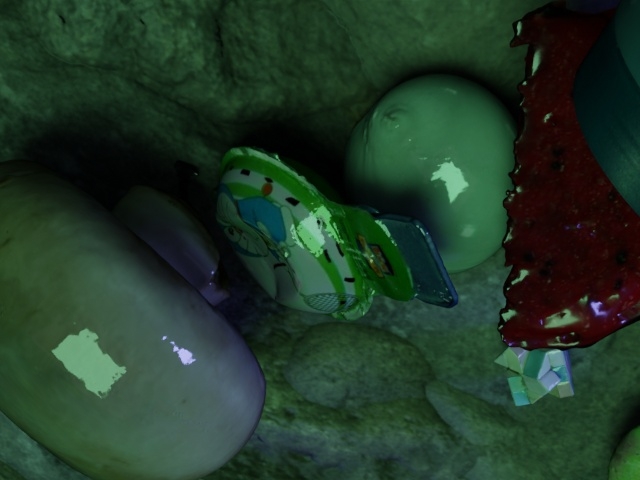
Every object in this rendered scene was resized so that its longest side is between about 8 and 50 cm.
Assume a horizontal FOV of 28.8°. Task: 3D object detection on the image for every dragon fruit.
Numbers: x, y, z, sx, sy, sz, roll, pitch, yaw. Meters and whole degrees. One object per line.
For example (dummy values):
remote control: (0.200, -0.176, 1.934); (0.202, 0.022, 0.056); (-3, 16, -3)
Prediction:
dragon fruit: (0.275, -0.067, 1.079); (0.282, 0.100, 0.344); (-5, 124, -7)

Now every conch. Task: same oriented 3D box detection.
conch: (0.096, -0.050, 1.145); (0.185, 0.121, 0.221); (33, 137, 27)

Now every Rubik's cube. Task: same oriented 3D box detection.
Rubik's cube: (0.212, 0.124, 1.247); (0.073, 0.084, 0.075); (-12, 104, 16)

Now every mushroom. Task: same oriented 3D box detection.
mushroom: (-0.191, 0.059, 1.182); (0.362, 0.294, 0.362); (41, 165, 13)

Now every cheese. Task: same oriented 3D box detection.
cheese: (0.000, 0.000, 1.141); (0.320, 0.083, 0.204); (13, 136, 52)

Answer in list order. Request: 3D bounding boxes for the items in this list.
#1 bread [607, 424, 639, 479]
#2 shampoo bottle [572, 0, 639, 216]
bread: (0.448, 0.249, 1.269); (0.301, 0.045, 0.301); (5, 136, 5)
shampoo bottle: (0.385, -0.149, 0.763); (0.331, 0.331, 0.343); (26, 127, -5)
